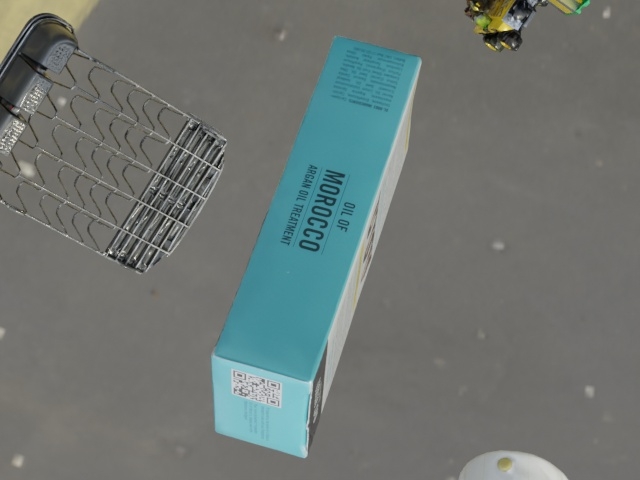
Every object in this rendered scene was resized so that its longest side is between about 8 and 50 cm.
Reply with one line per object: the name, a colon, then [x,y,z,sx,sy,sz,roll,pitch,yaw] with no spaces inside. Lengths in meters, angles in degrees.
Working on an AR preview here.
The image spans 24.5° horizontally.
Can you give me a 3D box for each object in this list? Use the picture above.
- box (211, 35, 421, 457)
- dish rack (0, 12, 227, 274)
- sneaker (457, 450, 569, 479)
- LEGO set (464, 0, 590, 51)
box: [0.000,0.000,0.904,0.060,0.244,0.100,15,147,7]
dish rack: [-0.241,-0.092,1.596,0.271,0.074,0.208,30,95,-35]
sneaker: [0.159,0.269,1.101,0.108,0.169,0.292,0,144,13]
LEGO set: [0.133,-0.304,0.913,0.192,0.255,0.331,33,99,-11]
